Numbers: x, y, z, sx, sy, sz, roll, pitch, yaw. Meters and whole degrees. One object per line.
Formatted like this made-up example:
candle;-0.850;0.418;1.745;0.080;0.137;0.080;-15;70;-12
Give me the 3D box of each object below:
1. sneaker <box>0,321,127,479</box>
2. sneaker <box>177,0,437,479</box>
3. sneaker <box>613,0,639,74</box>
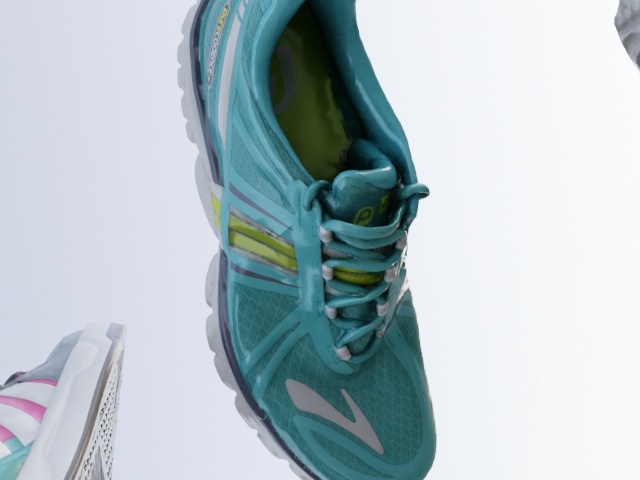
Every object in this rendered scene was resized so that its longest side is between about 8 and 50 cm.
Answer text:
sneaker;-0.206;0.119;0.544;0.295;0.179;0.123;-89;8;-72
sneaker;0.000;0.000;0.492;0.107;0.110;0.275;-20;-80;-27
sneaker;0.289;-0.034;0.601;0.102;0.293;0.146;-34;-23;13
